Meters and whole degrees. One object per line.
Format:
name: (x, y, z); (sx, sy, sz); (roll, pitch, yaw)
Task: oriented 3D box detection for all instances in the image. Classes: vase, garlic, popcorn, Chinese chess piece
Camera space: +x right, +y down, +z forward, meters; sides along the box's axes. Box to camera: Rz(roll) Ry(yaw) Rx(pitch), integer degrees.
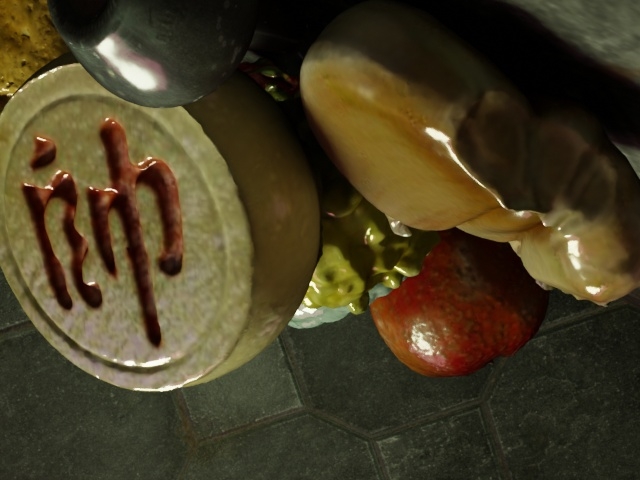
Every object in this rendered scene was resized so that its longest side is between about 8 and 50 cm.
vase: (-0.062, -0.136, 0.395); (0.120, 0.120, 0.182); (30, -158, 31)
garlic: (0.086, -0.063, 0.422); (0.217, 0.110, 0.228); (37, 172, -13)
popcorn: (0.005, -0.055, 0.643); (0.249, 0.249, 0.225); (29, 151, 21)
Chinese chess piece: (-0.131, -0.018, 0.520); (0.270, 0.270, 0.112); (28, -154, 14)

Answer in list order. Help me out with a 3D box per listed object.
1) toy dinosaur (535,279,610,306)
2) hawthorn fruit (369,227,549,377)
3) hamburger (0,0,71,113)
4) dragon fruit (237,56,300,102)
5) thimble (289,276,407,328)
toy dinosaur: (0.273, -0.008, 0.738); (0.251, 0.072, 0.199); (39, 165, -37)
hawthorn fruit: (0.186, 0.023, 1.010); (0.285, 0.284, 0.369); (-5, -106, -81)
hamburger: (-0.289, -0.207, 0.612); (0.244, 0.244, 0.163); (26, -159, -5)
dragon fruit: (-0.054, -0.147, 0.849); (0.172, 0.160, 0.167); (27, 141, 52)
thimble: (0.000, 0.000, 0.878); (0.172, 0.250, 0.205); (62, -160, -18)
